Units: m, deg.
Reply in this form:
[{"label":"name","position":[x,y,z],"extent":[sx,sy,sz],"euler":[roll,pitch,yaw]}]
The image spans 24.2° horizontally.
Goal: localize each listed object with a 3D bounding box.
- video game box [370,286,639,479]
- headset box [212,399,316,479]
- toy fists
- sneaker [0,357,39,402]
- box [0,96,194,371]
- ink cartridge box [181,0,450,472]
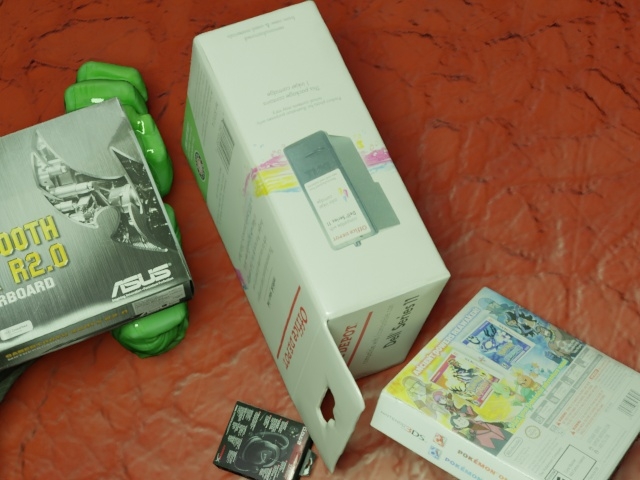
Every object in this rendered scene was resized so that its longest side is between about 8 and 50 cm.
[{"label":"video game box","position":[0.169,0.139,1.253],"extent":[0.187,0.048,0.205],"euler":[32,37,16]},{"label":"headset box","position":[-0.046,0.188,1.344],"extent":[0.083,0.032,0.062],"euler":[17,76,13]},{"label":"toy fists","position":[-0.177,-0.031,1.377],"extent":[0.096,0.142,0.279],"euler":[-12,71,5]},{"label":"sneaker","position":[-0.373,0.230,1.333],"extent":[0.202,0.185,0.483],"euler":[39,83,-3]},{"label":"box","position":[-0.244,0.002,1.261],"extent":[0.231,0.056,0.183],"euler":[-20,73,-8]},{"label":"ink cartridge box","position":[0.000,0.000,1.297],"extent":[0.119,0.207,0.353],"euler":[-19,70,-16]}]
